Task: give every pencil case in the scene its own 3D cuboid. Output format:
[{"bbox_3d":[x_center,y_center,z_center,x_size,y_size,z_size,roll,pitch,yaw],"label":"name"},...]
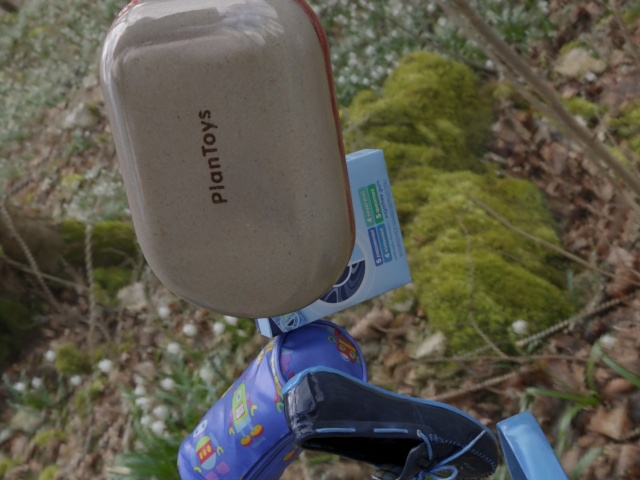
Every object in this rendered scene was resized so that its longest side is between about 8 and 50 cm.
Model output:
[{"bbox_3d":[-0.064,0.218,1.190,0.306,0.119,0.133,-51,35,41],"label":"pencil case"}]

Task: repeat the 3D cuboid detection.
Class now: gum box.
[{"bbox_3d":[0.000,0.000,1.103,0.041,0.184,0.157,12,118,62],"label":"gum box"}]

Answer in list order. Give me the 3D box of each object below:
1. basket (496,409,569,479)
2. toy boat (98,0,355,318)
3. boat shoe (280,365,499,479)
[{"bbox_3d":[0.203,0.281,0.689,0.201,0.255,0.289,-23,49,3],"label":"basket"},{"bbox_3d":[-0.049,-0.066,0.694,0.151,0.151,0.231,-4,109,16],"label":"toy boat"},{"bbox_3d":[0.070,0.212,1.025,0.109,0.258,0.089,-54,28,39],"label":"boat shoe"}]
